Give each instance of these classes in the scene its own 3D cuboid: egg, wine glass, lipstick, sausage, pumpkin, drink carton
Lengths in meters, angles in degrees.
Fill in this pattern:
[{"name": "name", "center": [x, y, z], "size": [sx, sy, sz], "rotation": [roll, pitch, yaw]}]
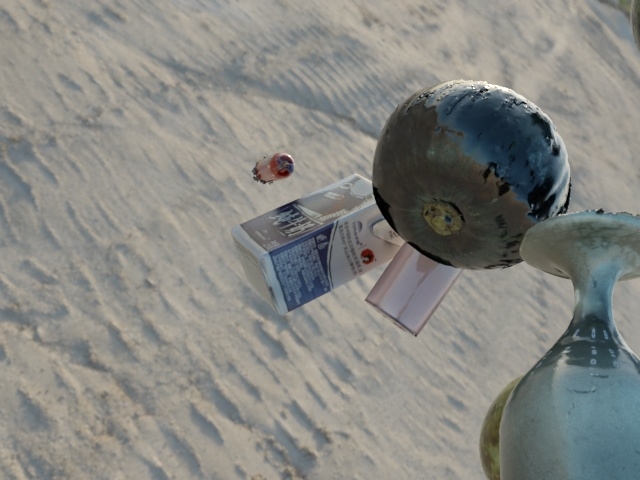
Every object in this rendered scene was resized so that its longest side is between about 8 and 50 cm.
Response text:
[{"name": "egg", "center": [0.399, 0.354, 1.381], "size": [0.238, 0.238, 0.289], "rotation": [-67, 149, -61]}, {"name": "wine glass", "center": [0.193, 0.107, 0.558], "size": [0.126, 0.126, 0.241], "rotation": [27, 59, -32]}, {"name": "lipstick", "center": [0.186, -0.028, 1.042], "size": [0.087, 0.327, 0.087], "rotation": [35, -5, 3]}, {"name": "sausage", "center": [-0.069, -0.110, 1.193], "size": [0.050, 0.048, 0.145], "rotation": [2, 2, -15]}, {"name": "pumpkin", "center": [0.167, -0.072, 0.887], "size": [0.233, 0.233, 0.163], "rotation": [43, 62, -6]}, {"name": "drink carton", "center": [0.001, 0.000, 1.131], "size": [0.134, 0.222, 0.102], "rotation": [35, -34, 61]}]

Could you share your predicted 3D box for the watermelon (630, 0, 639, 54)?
[{"name": "watermelon", "center": [0.447, -0.255, 0.928], "size": [0.204, 0.127, 0.232], "rotation": [7, 61, -29]}]
